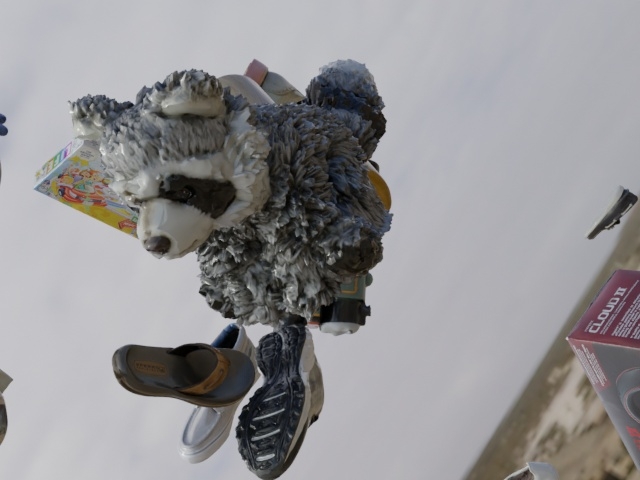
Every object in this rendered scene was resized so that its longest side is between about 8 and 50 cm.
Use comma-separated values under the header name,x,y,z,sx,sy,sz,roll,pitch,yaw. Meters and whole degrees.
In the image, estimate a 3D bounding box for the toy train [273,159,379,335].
name,x,y,z,sx,sy,sz,roll,pitch,yaw
toy train,0.000,0.000,2.028,0.142,0.190,0.334,92,-179,-79

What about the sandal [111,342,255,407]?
name,x,y,z,sx,sy,sz,roll,pitch,yaw
sandal,-0.165,0.161,1.554,0.219,0.090,0.060,15,-46,-40

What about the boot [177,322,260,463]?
name,x,y,z,sx,sy,sz,roll,pitch,yaw
boot,-0.198,0.269,2.190,0.258,0.095,0.123,-61,-36,-37

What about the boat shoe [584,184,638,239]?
name,x,y,z,sx,sy,sz,roll,pitch,yaw
boat shoe,0.460,-0.038,1.917,0.046,0.038,0.125,-61,-2,-45

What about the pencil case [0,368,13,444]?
name,x,y,z,sx,sy,sz,roll,pitch,yaw
pencil case,-0.428,0.247,1.318,0.183,0.160,0.410,-56,15,-1

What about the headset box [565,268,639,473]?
name,x,y,z,sx,sy,sz,roll,pitch,yaw
headset box,0.393,0.147,1.163,0.110,0.293,0.218,-47,-59,-27

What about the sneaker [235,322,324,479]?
name,x,y,z,sx,sy,sz,roll,pitch,yaw
sneaker,-0.038,0.223,1.608,0.100,0.108,0.271,-19,27,19

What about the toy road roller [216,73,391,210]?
name,x,y,z,sx,sy,sz,roll,pitch,yaw
toy road roller,-0.035,-0.107,1.827,0.240,0.202,0.330,-24,-51,-13

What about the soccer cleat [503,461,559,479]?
name,x,y,z,sx,sy,sz,roll,pitch,yaw
soccer cleat,0.292,0.412,1.883,0.196,0.076,0.068,-52,30,24

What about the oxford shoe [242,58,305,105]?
name,x,y,z,sx,sy,sz,roll,pitch,yaw
oxford shoe,-0.120,-0.168,2.205,0.140,0.146,0.397,-52,16,52

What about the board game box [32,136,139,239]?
name,x,y,z,sx,sy,sz,roll,pitch,yaw
board game box,-0.231,-0.060,1.367,0.103,0.154,0.026,-35,42,36

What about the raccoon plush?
name,x,y,z,sx,sy,sz,roll,pitch,yaw
raccoon plush,-0.091,-0.122,1.240,0.216,0.299,0.446,-25,34,19

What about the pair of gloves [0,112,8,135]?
name,x,y,z,sx,sy,sz,roll,pitch,yaw
pair of gloves,-0.459,-0.179,1.430,0.023,0.198,0.159,-47,-18,31
